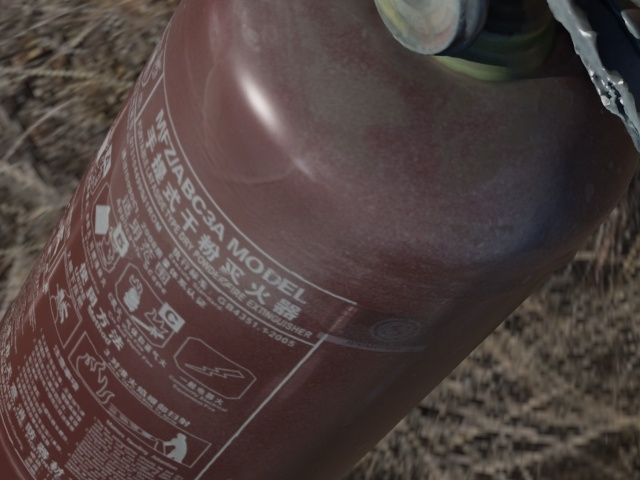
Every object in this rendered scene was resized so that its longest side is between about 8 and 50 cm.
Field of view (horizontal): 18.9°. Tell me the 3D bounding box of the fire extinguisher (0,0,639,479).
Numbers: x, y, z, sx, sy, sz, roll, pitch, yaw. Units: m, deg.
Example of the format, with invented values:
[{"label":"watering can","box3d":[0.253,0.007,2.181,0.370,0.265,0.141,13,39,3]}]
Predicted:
[{"label":"fire extinguisher","box3d":[0.000,0.000,0.415,0.105,0.105,0.269,37,142,-2]}]
